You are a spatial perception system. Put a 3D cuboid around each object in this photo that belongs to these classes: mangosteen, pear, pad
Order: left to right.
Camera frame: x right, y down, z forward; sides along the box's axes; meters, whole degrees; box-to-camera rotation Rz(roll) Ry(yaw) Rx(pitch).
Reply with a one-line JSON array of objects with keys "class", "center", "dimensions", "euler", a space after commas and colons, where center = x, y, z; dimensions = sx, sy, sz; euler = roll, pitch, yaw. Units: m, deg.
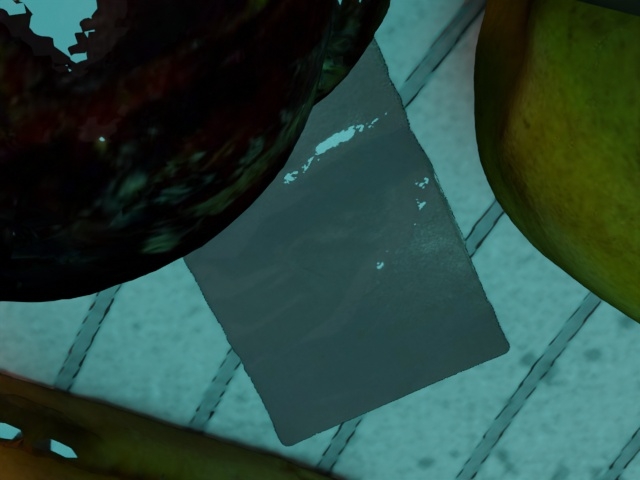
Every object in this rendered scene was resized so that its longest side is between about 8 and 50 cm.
[{"class": "mangosteen", "center": [-0.079, -0.107, 0.658], "dimensions": [0.289, 0.231, 0.231], "euler": [-34, 130, -39]}, {"class": "pad", "center": [0.000, 0.000, 0.824], "dimensions": [0.113, 0.006, 0.188], "euler": [-24, 121, 3]}, {"class": "pear", "center": [0.148, -0.058, 0.714], "dimensions": [0.200, 0.200, 0.200], "euler": [-5, 120, -8]}]

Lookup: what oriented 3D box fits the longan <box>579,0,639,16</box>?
[{"class": "longan", "center": [0.152, -0.235, 0.502], "dimensions": [0.404, 0.404, 0.336], "euler": [-40, 140, 12]}]

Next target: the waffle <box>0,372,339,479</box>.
[{"class": "waffle", "center": [-0.155, 0.166, 0.840], "dimensions": [0.328, 0.098, 0.224], "euler": [20, 112, -17]}]
